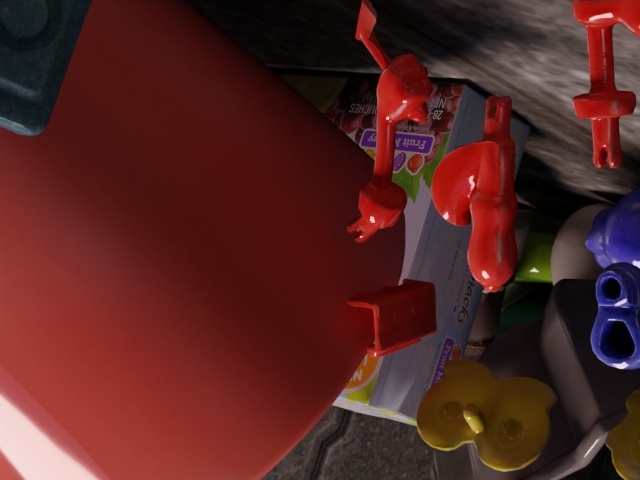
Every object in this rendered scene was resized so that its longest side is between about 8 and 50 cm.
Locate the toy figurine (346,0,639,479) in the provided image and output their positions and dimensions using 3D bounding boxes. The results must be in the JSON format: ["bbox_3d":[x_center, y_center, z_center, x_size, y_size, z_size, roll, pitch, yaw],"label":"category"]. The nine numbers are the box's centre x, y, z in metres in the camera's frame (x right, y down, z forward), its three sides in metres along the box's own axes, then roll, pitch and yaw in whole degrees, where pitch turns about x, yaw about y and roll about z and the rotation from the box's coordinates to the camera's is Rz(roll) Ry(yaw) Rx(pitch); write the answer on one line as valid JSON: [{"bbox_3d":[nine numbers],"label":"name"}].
[{"bbox_3d":[0.211,-0.020,0.591,0.362,0.191,0.217,1,-168,41],"label":"toy figurine"}]

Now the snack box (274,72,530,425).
[{"bbox_3d":[-0.002,-0.001,0.845,0.207,0.174,0.070,10,170,46],"label":"snack box"}]

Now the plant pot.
[{"bbox_3d":[-0.136,-0.025,0.696,0.275,0.275,0.243,7,144,54],"label":"plant pot"}]

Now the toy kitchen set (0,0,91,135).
[{"bbox_3d":[-0.118,-0.135,0.293,0.207,0.166,0.122,23,170,-28],"label":"toy kitchen set"}]

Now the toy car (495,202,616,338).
[{"bbox_3d":[0.176,0.058,0.960,0.182,0.136,0.159,22,171,-22],"label":"toy car"}]

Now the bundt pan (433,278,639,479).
[{"bbox_3d":[0.206,0.110,0.828,0.331,0.331,0.124,27,-148,-41],"label":"bundt pan"}]

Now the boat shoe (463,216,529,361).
[{"bbox_3d":[0.000,0.000,0.985,0.116,0.096,0.324,3,-169,-40],"label":"boat shoe"}]
